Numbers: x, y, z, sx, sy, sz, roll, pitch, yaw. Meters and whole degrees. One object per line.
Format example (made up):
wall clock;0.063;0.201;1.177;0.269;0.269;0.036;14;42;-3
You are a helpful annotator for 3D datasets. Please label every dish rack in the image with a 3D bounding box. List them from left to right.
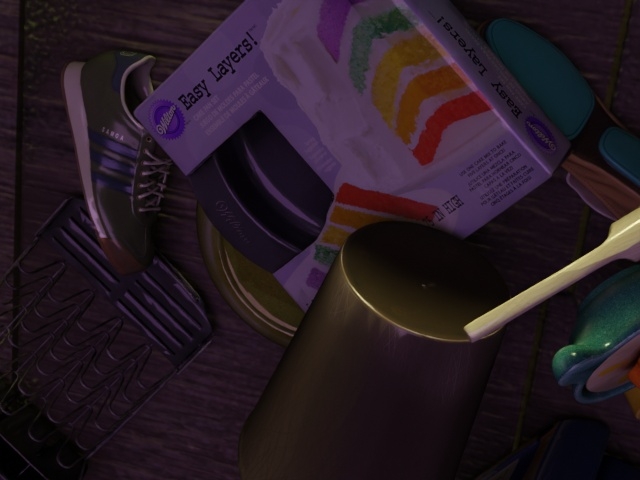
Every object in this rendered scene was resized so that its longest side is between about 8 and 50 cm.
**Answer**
dish rack;-0.239;0.102;1.165;0.208;0.074;0.271;44;115;-3

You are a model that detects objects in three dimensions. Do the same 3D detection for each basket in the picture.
basket;0.043;0.112;0.931;0.154;0.204;0.227;-2;132;-27

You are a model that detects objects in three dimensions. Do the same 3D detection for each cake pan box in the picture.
cake pan box;0.014;-0.084;0.964;0.267;0.070;0.245;-36;95;36

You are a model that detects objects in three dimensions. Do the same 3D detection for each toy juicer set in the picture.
toy juicer set;0.259;0.047;0.877;0.209;0.329;0.089;-40;62;18

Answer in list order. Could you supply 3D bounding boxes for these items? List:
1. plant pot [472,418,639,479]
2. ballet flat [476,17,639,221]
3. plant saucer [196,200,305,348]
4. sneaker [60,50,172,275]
plant pot;0.192;0.295;1.029;0.236;0.236;0.212;-42;87;26
ballet flat;0.197;-0.074;0.974;0.232;0.080;0.073;42;145;1
plant saucer;0.000;0.000;1.077;0.241;0.037;0.241;5;111;14
sneaker;-0.157;-0.071;1.070;0.086;0.064;0.192;-14;92;20
